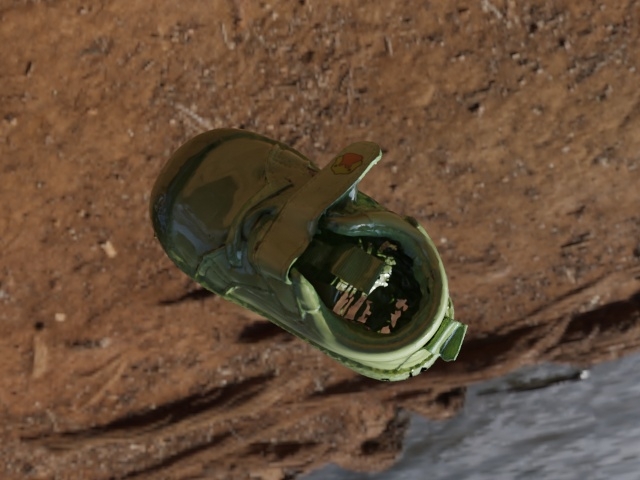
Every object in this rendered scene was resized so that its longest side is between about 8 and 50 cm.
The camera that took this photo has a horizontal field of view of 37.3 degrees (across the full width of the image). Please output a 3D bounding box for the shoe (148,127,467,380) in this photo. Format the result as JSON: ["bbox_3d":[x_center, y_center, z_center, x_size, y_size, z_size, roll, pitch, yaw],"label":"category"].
[{"bbox_3d":[-0.001,0.001,0.725,0.262,0.140,0.128,38,156,-2],"label":"shoe"}]

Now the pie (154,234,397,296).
[{"bbox_3d":[-0.042,0.021,1.050,0.277,0.079,0.277,3,-178,0],"label":"pie"}]
